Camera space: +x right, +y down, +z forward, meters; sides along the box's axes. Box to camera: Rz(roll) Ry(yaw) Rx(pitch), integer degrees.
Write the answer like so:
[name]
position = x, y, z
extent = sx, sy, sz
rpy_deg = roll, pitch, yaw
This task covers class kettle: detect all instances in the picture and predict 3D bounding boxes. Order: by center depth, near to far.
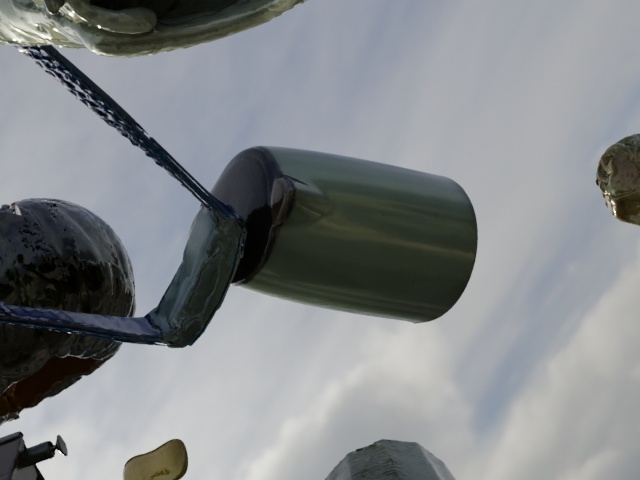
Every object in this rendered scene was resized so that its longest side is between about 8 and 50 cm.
[kettle]
position = 0.000, 0.000, 1.330
extent = 0.255, 0.165, 0.240
rpy_deg = 8, -17, -33

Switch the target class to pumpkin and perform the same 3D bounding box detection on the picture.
[pumpkin]
position = -0.355, 0.086, 1.398
extent = 0.320, 0.192, 0.320
rpy_deg = -30, -17, -10

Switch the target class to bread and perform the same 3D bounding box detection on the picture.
[bread]
position = 0.226, -0.027, 0.804
extent = 0.066, 0.110, 0.060
rpy_deg = -60, 1, -32

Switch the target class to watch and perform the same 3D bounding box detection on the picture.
[watch]
position = -0.193, -0.038, 1.139
extent = 0.275, 0.068, 0.276
rpy_deg = 13, -75, -27

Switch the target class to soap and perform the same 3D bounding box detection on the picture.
[soap]
position = -0.132, 0.182, 1.007
extent = 0.012, 0.034, 0.089
rpy_deg = 9, -26, -41

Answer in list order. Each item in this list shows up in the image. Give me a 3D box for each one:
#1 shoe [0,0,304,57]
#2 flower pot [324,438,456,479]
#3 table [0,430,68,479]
[shoe]
position = -0.115, -0.164, 0.667
extent = 0.210, 0.342, 0.132
rpy_deg = -60, -41, -61
[flower pot]
position = 0.071, 0.296, 1.193
extent = 0.212, 0.212, 0.202
rpy_deg = -59, 17, 10
[table]
position = -0.144, 0.135, 0.551
extent = 0.082, 0.083, 0.070
rpy_deg = -20, -68, 4
